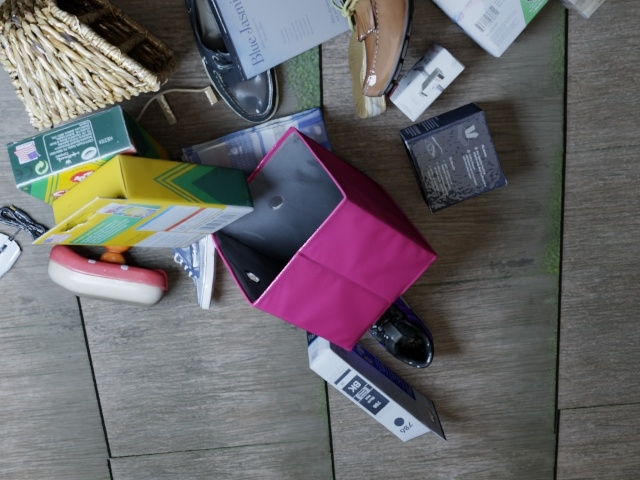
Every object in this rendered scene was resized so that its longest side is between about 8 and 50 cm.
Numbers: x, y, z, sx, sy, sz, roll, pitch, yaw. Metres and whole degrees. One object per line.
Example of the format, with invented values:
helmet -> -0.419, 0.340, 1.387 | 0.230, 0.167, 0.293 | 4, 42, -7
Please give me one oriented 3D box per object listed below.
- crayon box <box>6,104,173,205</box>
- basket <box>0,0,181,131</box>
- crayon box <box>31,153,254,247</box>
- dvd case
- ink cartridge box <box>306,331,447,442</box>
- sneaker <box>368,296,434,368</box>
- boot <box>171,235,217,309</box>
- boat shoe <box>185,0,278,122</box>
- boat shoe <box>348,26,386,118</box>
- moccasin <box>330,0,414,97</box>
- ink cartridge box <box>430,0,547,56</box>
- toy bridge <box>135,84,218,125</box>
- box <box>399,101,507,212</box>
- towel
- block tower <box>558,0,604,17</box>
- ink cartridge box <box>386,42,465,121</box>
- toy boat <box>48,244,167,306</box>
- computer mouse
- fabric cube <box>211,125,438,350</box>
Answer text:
crayon box -> -0.379, -0.122, 1.513 | 0.202, 0.318, 0.081 | -19, 79, 3
basket -> -0.381, -0.336, 1.438 | 0.223, 0.299, 0.213 | -19, 108, 6
crayon box -> -0.300, -0.060, 1.463 | 0.203, 0.323, 0.083 | -26, 72, 38
dvd case -> -0.070, -0.412, 1.518 | 0.253, 0.022, 0.180 | -32, 113, -25
ink cartridge box -> 0.112, 0.300, 1.781 | 0.332, 0.165, 0.065 | 39, 102, -15
sneaker -> 0.130, 0.152, 1.738 | 0.293, 0.146, 0.102 | 41, 102, -17
boot -> -0.251, 0.041, 1.715 | 0.086, 0.069, 0.190 | 5, 101, -1
boat shoe -> -0.162, -0.362, 1.545 | 0.127, 0.113, 0.340 | -15, 110, 0
boat shoe -> 0.092, -0.315, 1.616 | 0.059, 0.063, 0.170 | -10, 104, -26
moccasin -> 0.088, -0.441, 1.500 | 0.147, 0.139, 0.380 | 0, 101, -4
ink cartridge box -> 0.285, -0.460, 1.557 | 0.212, 0.093, 0.154 | 37, 102, -17
toy bridge -> -0.289, -0.248, 1.623 | 0.188, 0.026, 0.063 | -25, 107, 5
box -> 0.254, -0.160, 1.663 | 0.158, 0.093, 0.156 | -21, 110, 4
towel -> -0.104, -0.119, 1.653 | 0.285, 0.034, 0.209 | -19, 111, -10
block tower -> 0.379, -0.542, 1.536 | 0.335, 0.097, 0.091 | 39, 103, -14
ink cartridge box -> 0.193, -0.296, 1.605 | 0.056, 0.099, 0.135 | 41, 101, -15
toy boat -> -0.405, 0.040, 1.676 | 0.231, 0.151, 0.151 | 10, 79, -9
computer mouse -> -0.625, 0.026, 1.687 | 0.106, 0.042, 0.193 | 38, 103, -17
fabric cube -> 0.000, 0.000, 1.574 | 0.258, 0.254, 0.259 | 30, 107, -40
